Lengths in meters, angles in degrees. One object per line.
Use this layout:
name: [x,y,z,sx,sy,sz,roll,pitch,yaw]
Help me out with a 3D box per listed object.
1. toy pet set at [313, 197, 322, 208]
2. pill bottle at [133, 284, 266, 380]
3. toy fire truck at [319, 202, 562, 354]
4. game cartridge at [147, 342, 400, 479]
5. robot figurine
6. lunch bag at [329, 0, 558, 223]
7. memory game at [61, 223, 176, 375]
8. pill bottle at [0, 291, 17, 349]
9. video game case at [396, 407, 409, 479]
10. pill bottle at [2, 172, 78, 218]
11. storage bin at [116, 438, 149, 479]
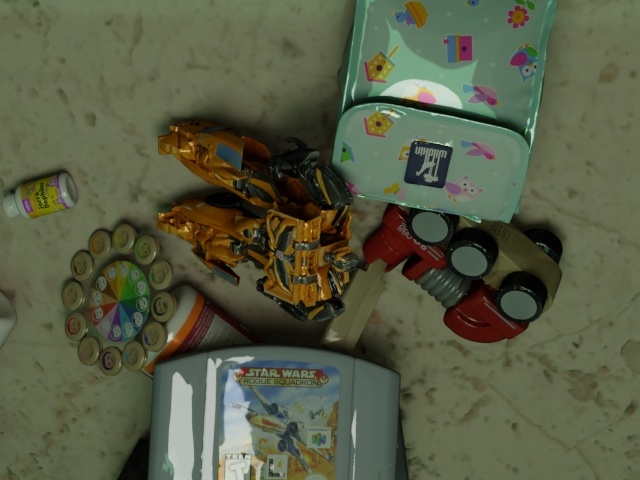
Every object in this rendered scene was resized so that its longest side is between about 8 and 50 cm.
toy pet set: [0.000,0.000,1.807,0.114,0.122,0.065,-23,120,31]
pill bottle: [-0.118,0.164,1.888,0.221,0.121,0.121,38,112,-17]
toy fire truck: [0.132,0.054,1.825,0.217,0.158,0.246,40,132,-11]
game cartridge: [-0.053,0.221,1.803,0.297,0.062,0.198,3,94,-10]
robot figurine: [-0.071,-0.023,1.719,0.085,0.291,0.211,-19,123,-37]
lunch bag: [0.128,-0.159,1.665,0.223,0.160,0.262,10,97,-2]
memory game: [-0.245,0.072,1.838,0.186,0.012,0.186,-4,83,35]
pill bottle: [-0.482,0.154,1.869,0.131,0.131,0.229,31,101,-13]
video game case: [0.000,0.342,1.936,0.274,0.026,0.196,-25,121,-30]
pill bottle: [-0.337,-0.051,1.830,0.083,0.043,0.043,-15,115,10]
storage bin: [-0.185,0.320,1.930,0.122,0.180,0.084,32,79,-13]
